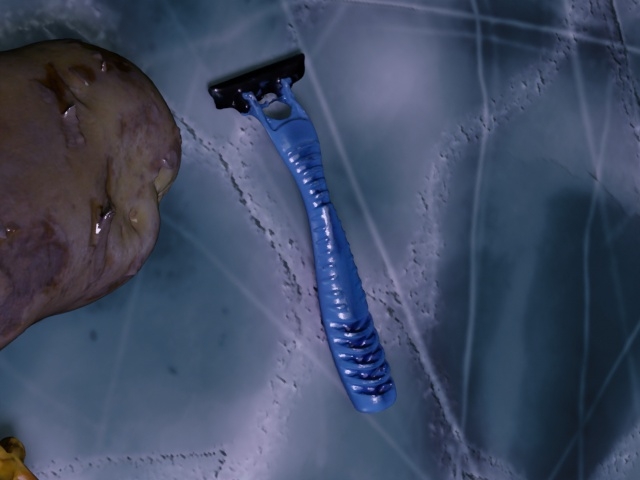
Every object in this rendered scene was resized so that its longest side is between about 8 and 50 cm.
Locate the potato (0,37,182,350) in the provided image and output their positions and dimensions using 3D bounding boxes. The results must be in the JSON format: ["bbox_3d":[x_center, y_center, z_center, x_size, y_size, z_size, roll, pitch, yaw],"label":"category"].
[{"bbox_3d":[-0.195,-0.022,1.026,0.262,0.165,0.165,-31,102,-42],"label":"potato"}]

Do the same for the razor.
[{"bbox_3d":[0.000,0.000,1.218,0.082,0.042,0.253,-22,98,-32],"label":"razor"}]

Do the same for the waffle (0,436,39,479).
[{"bbox_3d":[-0.230,0.168,0.958,0.293,0.069,0.260,24,34,-47],"label":"waffle"}]
